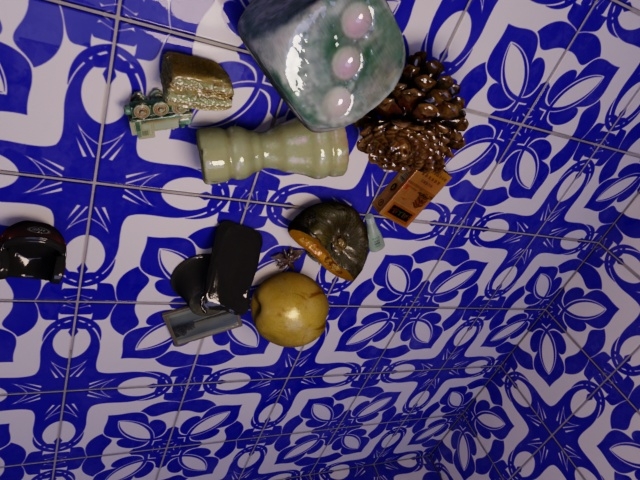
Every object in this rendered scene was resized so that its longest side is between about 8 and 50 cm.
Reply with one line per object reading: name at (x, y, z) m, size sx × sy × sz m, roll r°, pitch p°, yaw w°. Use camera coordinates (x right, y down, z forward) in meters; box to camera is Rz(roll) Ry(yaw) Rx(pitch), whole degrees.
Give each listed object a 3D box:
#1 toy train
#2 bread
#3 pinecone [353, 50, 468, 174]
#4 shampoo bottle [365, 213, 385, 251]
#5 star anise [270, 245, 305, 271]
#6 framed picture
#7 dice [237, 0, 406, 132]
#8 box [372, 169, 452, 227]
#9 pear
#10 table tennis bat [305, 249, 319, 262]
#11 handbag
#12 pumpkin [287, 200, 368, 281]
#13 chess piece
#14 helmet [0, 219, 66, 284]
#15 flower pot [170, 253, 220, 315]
toy train at (-0.457, -0.362, 1.468) m, size 0.193 × 0.081 × 0.125 m, roll -12°, pitch 143°, yaw -19°
bread at (-0.336, -0.435, 1.417) m, size 0.196 × 0.138 × 0.102 m, roll 4°, pitch 136°, yaw -28°
pinecone at (0.291, -0.411, 1.623) m, size 0.383 × 0.385 × 0.385 m, roll -13°, pitch 132°, yaw -15°
shampoo bottle at (0.216, -0.032, 2.090) m, size 0.069 × 0.041 × 0.191 m, roll -20°, pitch 134°, yaw -1°
star anise at (-0.138, 0.072, 2.000) m, size 0.129 × 0.056 × 0.124 m, roll 11°, pitch 123°, yaw -32°
framed picture at (-0.472, 0.322, 2.083) m, size 0.288 × 0.016 × 0.213 m, roll -16°, pitch 135°, yaw -12°
dice at (0.006, -0.512, 1.365) m, size 0.327 × 0.330 × 0.348 m, roll -37°, pitch 132°, yaw 4°
box at (0.354, -0.193, 1.993) m, size 0.174 × 0.076 × 0.274 m, roll 25°, pitch 115°, yaw -37°
pear at (-0.118, 0.271, 2.018) m, size 0.314 × 0.314 × 0.315 m, roll -13°, pitch 132°, yaw -15°
table tennis bat at (0.000, 0.000, 2.031) m, size 0.173 × 0.022 × 0.301 m, roll -45°, pitch 134°, yaw 13°
handbag at (-0.315, 0.107, 1.822) m, size 0.191 × 0.074 × 0.333 m, roll 21°, pitch 75°, yaw -38°
pumpkin at (0.062, -0.027, 1.872) m, size 0.325 × 0.242 × 0.232 m, roll 42°, pitch 75°, yaw -26°
chess piece at (-0.152, -0.281, 1.586) m, size 0.441 × 0.234 × 0.234 m, roll -9°, pitch 132°, yaw -12°
helmet at (-0.864, 0.040, 1.535) m, size 0.189 × 0.193 × 0.216 m, roll 10°, pitch 135°, yaw -35°
flower pot at (-0.425, 0.181, 1.898) m, size 0.235 × 0.148 × 0.236 m, roll -13°, pitch 131°, yaw -15°
